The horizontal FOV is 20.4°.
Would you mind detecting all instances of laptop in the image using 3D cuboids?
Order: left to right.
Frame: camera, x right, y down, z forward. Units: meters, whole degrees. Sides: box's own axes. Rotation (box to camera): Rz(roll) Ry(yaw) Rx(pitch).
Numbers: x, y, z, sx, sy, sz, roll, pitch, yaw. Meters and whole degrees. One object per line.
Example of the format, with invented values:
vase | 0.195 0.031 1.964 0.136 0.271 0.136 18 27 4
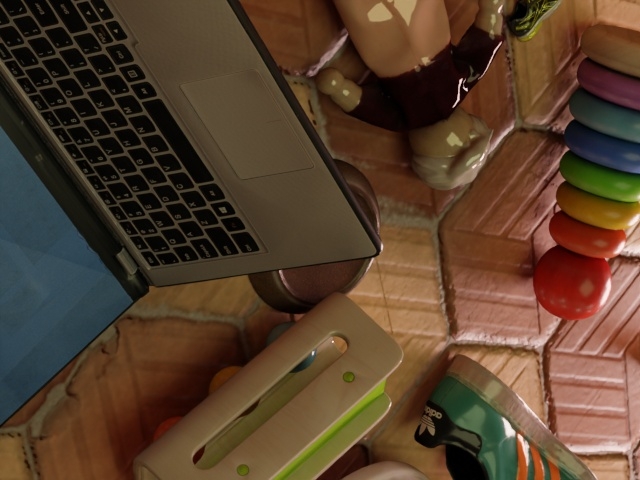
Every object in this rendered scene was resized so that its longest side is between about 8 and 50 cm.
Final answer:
laptop | -0.225 -0.018 1.516 0.382 0.408 0.236 58 37 -37

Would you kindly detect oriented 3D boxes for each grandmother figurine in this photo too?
grandmother figurine | 0.094 -0.191 1.780 0.208 0.104 0.342 -22 127 2

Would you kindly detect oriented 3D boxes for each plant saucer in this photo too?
plant saucer | 0.000 0.000 1.821 0.168 0.029 0.168 -14 114 -32

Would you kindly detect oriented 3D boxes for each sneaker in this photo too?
sneaker | 0.213 0.259 2.040 0.121 0.108 0.302 -51 121 -9
sneaker | 0.230 -0.252 1.896 0.035 0.031 0.083 37 84 -40

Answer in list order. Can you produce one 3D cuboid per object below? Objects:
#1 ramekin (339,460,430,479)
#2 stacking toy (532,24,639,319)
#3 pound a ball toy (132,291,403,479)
ramekin | 0.064 0.383 1.916 0.273 0.127 0.273 -29 135 -34
stacking toy | 0.316 -0.065 1.976 0.141 0.141 0.330 2 110 -38
pound a ball toy | -0.077 0.213 1.797 0.319 0.136 0.208 -39 160 -24
